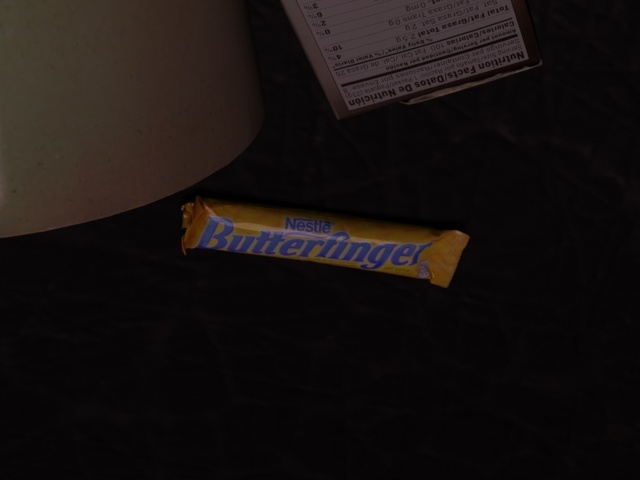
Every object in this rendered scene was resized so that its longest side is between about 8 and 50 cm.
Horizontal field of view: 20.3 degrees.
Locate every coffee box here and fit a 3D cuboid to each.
[{"bbox_3d":[0.008,-0.179,0.713,0.098,0.141,0.246,-16,148,9],"label":"coffee box"}]

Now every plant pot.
[{"bbox_3d":[-0.155,-0.173,0.698,0.256,0.256,0.274,-3,115,-3],"label":"plant pot"}]

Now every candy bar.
[{"bbox_3d":[0.000,0.000,0.990,0.161,0.018,0.040,8,130,-12],"label":"candy bar"}]
